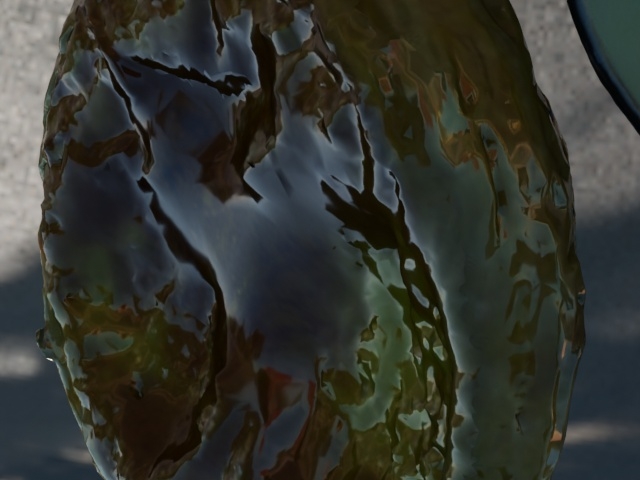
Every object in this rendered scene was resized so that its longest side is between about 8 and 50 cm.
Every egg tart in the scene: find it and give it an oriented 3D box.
[{"bbox_3d":[0.000,0.000,0.901,0.178,0.443,0.443,-9,176,-38],"label":"egg tart"}]

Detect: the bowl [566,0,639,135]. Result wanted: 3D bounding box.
[{"bbox_3d":[0.310,-0.174,0.794,0.353,0.354,0.185,-3,-168,29],"label":"bowl"}]
